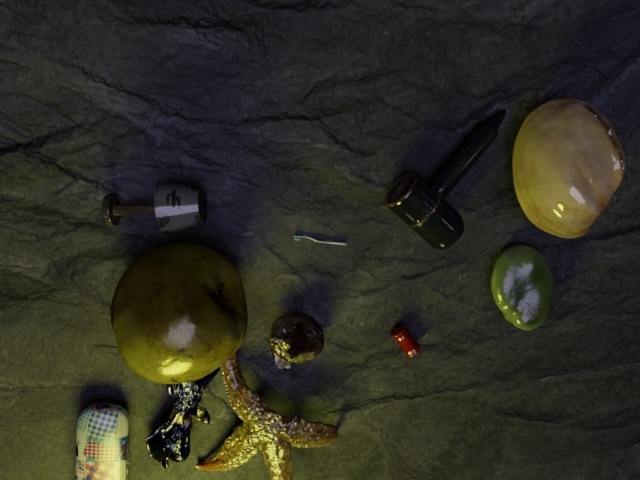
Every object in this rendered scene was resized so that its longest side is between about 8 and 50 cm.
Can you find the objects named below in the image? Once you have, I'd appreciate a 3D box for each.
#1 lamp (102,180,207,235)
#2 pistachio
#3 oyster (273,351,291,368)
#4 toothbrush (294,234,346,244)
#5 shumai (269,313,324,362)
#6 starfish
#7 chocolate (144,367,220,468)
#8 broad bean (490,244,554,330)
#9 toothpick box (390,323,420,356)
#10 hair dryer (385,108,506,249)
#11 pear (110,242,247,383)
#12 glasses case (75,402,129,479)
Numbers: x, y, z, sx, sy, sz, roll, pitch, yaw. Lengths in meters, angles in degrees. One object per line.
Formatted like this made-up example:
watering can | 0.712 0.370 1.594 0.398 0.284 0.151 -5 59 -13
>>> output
lamp | -0.362 -0.071 1.249 0.214 0.121 0.121 -2 109 1
pistachio | 0.566 -0.164 1.308 0.237 0.229 0.321 -3 103 28
oyster | -0.096 0.287 1.454 0.051 0.034 0.093 3 120 7
toothbrush | 0.000 0.000 1.382 0.131 0.011 0.013 7 95 -11
shumai | -0.045 0.244 1.404 0.139 0.105 0.123 26 75 -44
starfish | -0.139 0.492 1.475 0.397 0.132 0.384 21 108 -11
chocolate | -0.348 0.439 1.416 0.148 0.126 0.344 19 106 0
broad bean | 0.523 0.122 1.459 0.169 0.100 0.228 -33 108 -4
toothpick box | 0.221 0.259 1.483 0.047 0.047 0.083 -36 109 4
hair dryer | 0.333 -0.159 1.341 0.189 0.107 0.352 40 93 -21
pear | -0.313 0.166 1.254 0.303 0.304 0.304 -3 109 -8
glasses case | -0.554 0.559 1.451 0.125 0.076 0.328 5 108 -12
